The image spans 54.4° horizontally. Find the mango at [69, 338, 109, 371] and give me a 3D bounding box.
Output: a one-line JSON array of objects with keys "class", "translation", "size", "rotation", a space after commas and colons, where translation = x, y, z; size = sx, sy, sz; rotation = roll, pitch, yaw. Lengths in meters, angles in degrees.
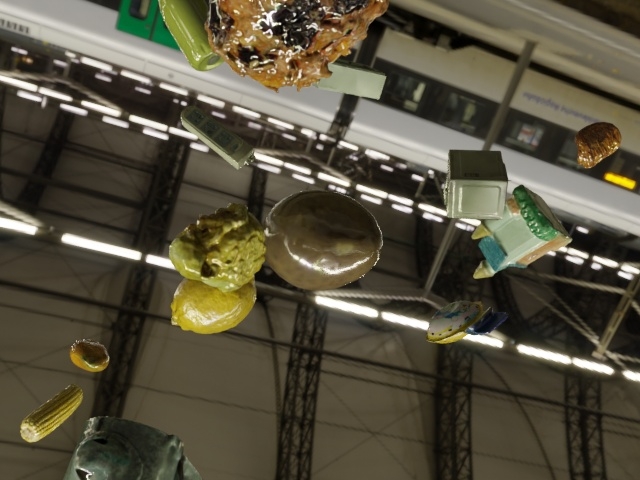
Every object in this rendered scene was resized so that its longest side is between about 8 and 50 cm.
[{"class": "mango", "translation": [-0.716, 0.362, 1.949], "size": [0.165, 0.089, 0.115], "rotation": [12, 169, 40]}]

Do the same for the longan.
[{"class": "longan", "translation": [0.000, 0.000, 2.073], "size": [0.405, 0.335, 0.404], "rotation": [7, -176, 0]}]

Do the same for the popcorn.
[{"class": "popcorn", "translation": [-0.245, 0.010, 1.598], "size": [0.174, 0.225, 0.286], "rotation": [31, 179, 25]}]

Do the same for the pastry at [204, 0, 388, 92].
[{"class": "pastry", "translation": [-0.055, -0.481, 1.197], "size": [0.337, 0.405, 0.292], "rotation": [21, -143, -48]}]

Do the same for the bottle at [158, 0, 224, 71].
[{"class": "bottle", "translation": [-0.322, -0.542, 1.502], "size": [0.260, 0.112, 0.112], "rotation": [59, -158, 3]}]

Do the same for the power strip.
[{"class": "power strip", "translation": [-0.330, -0.332, 1.968], "size": [0.286, 0.080, 0.048], "rotation": [38, 158, 10]}]

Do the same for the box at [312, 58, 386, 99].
[{"class": "box", "translation": [0.071, -0.508, 1.923], "size": [0.225, 0.086, 0.129], "rotation": [3, -155, -31]}]

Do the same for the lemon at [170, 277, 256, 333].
[{"class": "lemon", "translation": [-0.394, 0.212, 2.337], "size": [0.286, 0.316, 0.285], "rotation": [25, -176, -2]}]

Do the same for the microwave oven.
[{"class": "microwave oven", "translation": [0.411, -0.147, 1.661], "size": [0.163, 0.129, 0.205], "rotation": [5, -148, 9]}]

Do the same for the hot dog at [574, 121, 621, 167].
[{"class": "hot dog", "translation": [0.684, -0.237, 1.552], "size": [0.147, 0.099, 0.065], "rotation": [-32, -157, -23]}]

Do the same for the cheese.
[{"class": "cheese", "translation": [0.321, 0.181, 1.388], "size": [0.064, 0.157, 0.250], "rotation": [57, 157, -8]}]

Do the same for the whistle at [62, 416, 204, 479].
[{"class": "whistle", "translation": [-0.329, 0.479, 1.200], "size": [0.405, 0.188, 0.168], "rotation": [40, -134, -34]}]

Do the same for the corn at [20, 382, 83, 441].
[{"class": "corn", "translation": [-0.638, 0.410, 1.487], "size": [0.063, 0.085, 0.165], "rotation": [20, -150, 15]}]

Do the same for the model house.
[{"class": "model house", "translation": [0.618, -0.001, 2.070], "size": [0.267, 0.325, 0.194], "rotation": [13, -138, -54]}]
